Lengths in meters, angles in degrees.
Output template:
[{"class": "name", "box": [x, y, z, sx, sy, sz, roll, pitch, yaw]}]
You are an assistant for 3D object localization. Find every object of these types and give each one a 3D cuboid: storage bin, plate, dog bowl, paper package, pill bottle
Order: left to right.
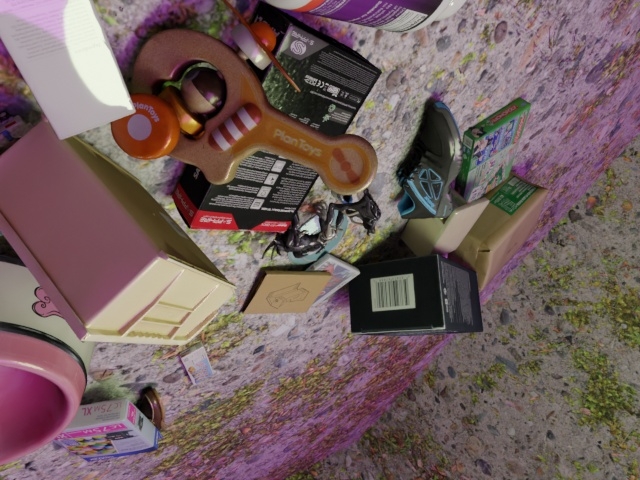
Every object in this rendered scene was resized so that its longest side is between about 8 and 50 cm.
[{"class": "dog bowl", "box": [-0.540, 0.204, 0.665, 0.408, 0.150, 0.408, -16, 140, -14]}, {"class": "storage bin", "box": [-0.269, 0.003, 0.626, 0.123, 0.262, 0.260, -45, 164, -4]}, {"class": "plate", "box": [0.000, 0.000, 1.188, 0.188, 0.024, 0.188, -29, 148, -20]}, {"class": "pill bottle", "box": [0.070, -0.387, 0.617, 0.323, 0.181, 0.181, -11, 139, -39]}, {"class": "paper package", "box": [0.611, -0.033, 1.618, 0.325, 0.168, 0.309, -43, 151, -15]}]

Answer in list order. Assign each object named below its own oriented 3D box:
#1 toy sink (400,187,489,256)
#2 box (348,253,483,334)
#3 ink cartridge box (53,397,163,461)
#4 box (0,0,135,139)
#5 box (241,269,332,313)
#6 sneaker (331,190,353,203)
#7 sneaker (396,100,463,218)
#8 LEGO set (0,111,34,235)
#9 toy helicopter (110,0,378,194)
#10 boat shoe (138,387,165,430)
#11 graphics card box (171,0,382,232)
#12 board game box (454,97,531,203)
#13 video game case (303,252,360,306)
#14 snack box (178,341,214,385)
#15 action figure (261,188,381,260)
[{"class": "toy sink", "box": [0.370, -0.068, 1.399, 0.152, 0.131, 0.234, -20, 148, -30]}, {"class": "box", "box": [0.311, 0.191, 1.463, 0.293, 0.212, 0.395, -11, 164, 33]}, {"class": "ink cartridge box", "box": [-0.522, 0.481, 1.138, 0.185, 0.065, 0.311, -7, 144, -5]}, {"class": "box", "box": [-0.288, -0.222, 0.491, 0.091, 0.130, 0.170, -28, 147, -20]}, {"class": "box", "box": [-0.089, 0.140, 1.224, 0.201, 0.021, 0.164, 4, 133, -35]}, {"class": "sneaker", "box": [0.061, -0.135, 1.049, 0.052, 0.058, 0.135, -29, 147, -19]}, {"class": "sneaker", "box": [0.266, -0.179, 1.152, 0.139, 0.125, 0.341, -9, 132, -2]}, {"class": "LEGO set", "box": [-0.464, -0.082, 0.555, 0.182, 0.060, 0.244, -6, 135, -49]}, {"class": "toy helicopter", "box": [-0.080, -0.175, 0.623, 0.140, 0.355, 0.235, -68, -178, -78]}, {"class": "boat shoe", "box": [-0.463, 0.473, 1.242, 0.073, 0.073, 0.207, -21, 144, -33]}, {"class": "graphics card box", "box": [-0.079, -0.182, 0.804, 0.233, 0.094, 0.371, 1, 131, -47]}, {"class": "board game box", "box": [0.511, -0.252, 1.398, 0.213, 0.046, 0.317, -33, 148, -13]}, {"class": "video game case", "box": [0.000, 0.119, 1.313, 0.183, 0.023, 0.201, -38, 150, 14]}, {"class": "snack box", "box": [-0.337, 0.340, 1.257, 0.064, 0.022, 0.178, -27, 147, -22]}, {"class": "action figure", "box": [-0.009, -0.043, 1.021, 0.275, 0.141, 0.164, -19, 161, 16]}]
